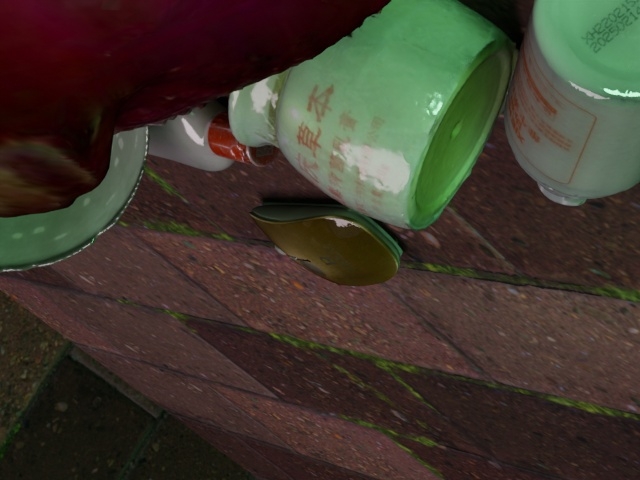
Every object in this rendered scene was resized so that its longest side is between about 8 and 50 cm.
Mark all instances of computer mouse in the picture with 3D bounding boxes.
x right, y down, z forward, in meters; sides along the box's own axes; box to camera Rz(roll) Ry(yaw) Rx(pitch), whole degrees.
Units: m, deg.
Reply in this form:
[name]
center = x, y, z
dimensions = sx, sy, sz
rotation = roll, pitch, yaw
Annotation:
[computer mouse]
center = -0.001, 0.001, 1.623
dimensions = 0.102, 0.045, 0.199
rotation = 42, 161, -26

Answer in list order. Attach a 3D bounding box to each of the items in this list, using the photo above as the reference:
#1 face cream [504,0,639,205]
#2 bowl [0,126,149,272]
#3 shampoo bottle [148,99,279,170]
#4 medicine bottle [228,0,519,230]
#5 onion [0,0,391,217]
[face cream]
center = 0.158, -0.078, 0.980
dimensions = 0.101, 0.101, 0.252
rotation = 29, 164, 8
[bowl]
center = -0.297, -0.139, 1.489
dimensions = 0.313, 0.313, 0.146
rotation = 36, -155, -15
[shampoo bottle]
center = -0.124, -0.105, 1.512
dimensions = 0.221, 0.051, 0.108
rotation = 17, 153, 43
[medicine bottle]
center = 0.031, -0.097, 1.071
dimensions = 0.143, 0.147, 0.147
rotation = 28, 164, 17
[onion]
center = -0.149, -0.233, 0.695
dimensions = 0.398, 0.398, 0.420
rotation = 12, 134, 50
